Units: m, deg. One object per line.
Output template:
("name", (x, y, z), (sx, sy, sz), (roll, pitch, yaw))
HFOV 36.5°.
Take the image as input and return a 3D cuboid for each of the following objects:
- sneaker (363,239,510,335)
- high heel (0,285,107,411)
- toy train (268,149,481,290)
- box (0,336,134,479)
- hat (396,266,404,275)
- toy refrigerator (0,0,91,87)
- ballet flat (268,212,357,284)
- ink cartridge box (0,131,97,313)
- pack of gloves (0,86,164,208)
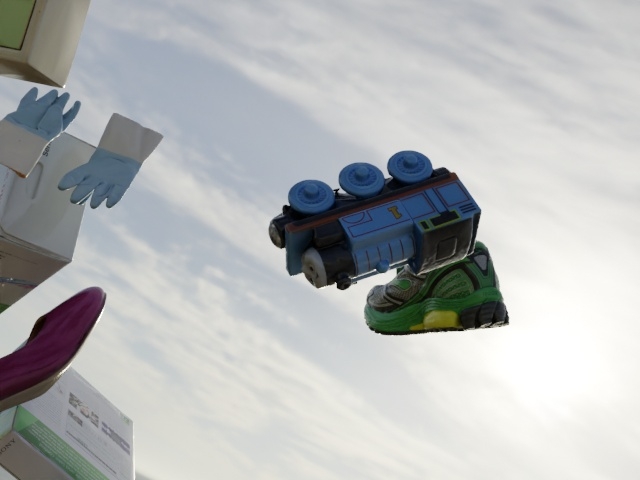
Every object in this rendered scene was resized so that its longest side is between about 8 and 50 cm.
("sneaker", (0.173, 0.071, 1.490), (0.134, 0.146, 0.343), (-2, -7, -26))
("high heel", (-0.418, 0.144, 1.197), (0.181, 0.377, 0.127), (39, -49, -7))
("toy train", (0.049, -0.014, 0.865), (0.080, 0.184, 0.105), (91, -25, -48))
("box", (-0.374, 0.290, 1.439), (0.232, 0.058, 0.322), (47, 3, -20))
("hat", (0.160, 0.064, 1.777), (0.173, 0.208, 0.184), (50, -33, -18))
("toy refrigerator", (-0.309, -0.317, 1.070), (0.102, 0.269, 0.094), (14, -6, 14))
("ballet flat", (0.000, 0.000, 1.437), (0.188, 0.070, 0.070), (34, -10, 35))
("ink cartridge box", (-0.460, -0.028, 1.455), (0.117, 0.201, 0.278), (25, -34, -31))
("pack of gloves", (-0.340, -0.118, 1.308), (0.195, 0.232, 0.046), (25, -58, -5))
